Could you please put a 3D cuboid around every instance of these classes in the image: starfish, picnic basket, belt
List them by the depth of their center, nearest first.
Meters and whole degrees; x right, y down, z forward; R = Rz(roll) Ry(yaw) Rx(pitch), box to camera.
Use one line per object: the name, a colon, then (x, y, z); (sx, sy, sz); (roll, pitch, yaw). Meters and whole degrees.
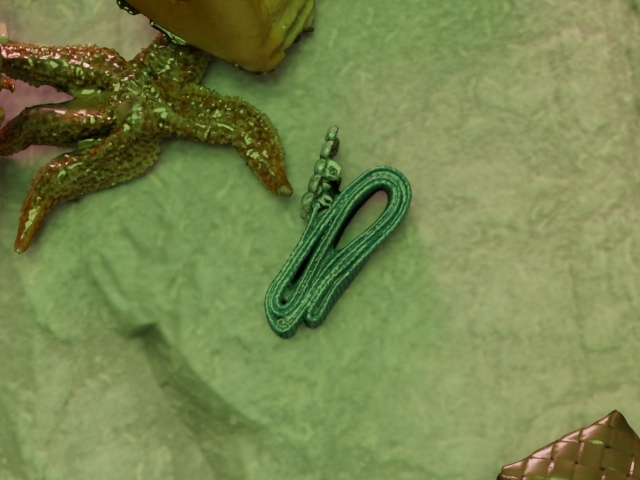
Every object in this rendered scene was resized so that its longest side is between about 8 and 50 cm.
picnic basket: (0.227, 0.239, 1.041); (0.137, 0.128, 0.178); (-24, 59, -9)
belt: (0.000, -0.001, 1.177); (0.100, 0.065, 0.179); (35, 80, 5)
starfish: (-0.202, -0.138, 1.231); (0.293, 0.084, 0.302); (-16, 76, 0)

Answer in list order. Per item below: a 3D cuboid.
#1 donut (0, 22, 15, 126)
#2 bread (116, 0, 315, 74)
donut: (-0.439, -0.154, 1.180); (0.382, 0.142, 0.383); (1, 92, 21)
bread: (-0.104, -0.242, 1.219); (0.160, 0.169, 0.140); (8, 51, 32)
